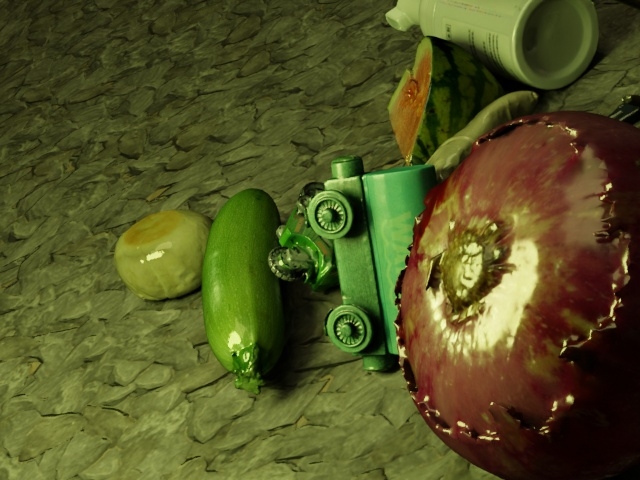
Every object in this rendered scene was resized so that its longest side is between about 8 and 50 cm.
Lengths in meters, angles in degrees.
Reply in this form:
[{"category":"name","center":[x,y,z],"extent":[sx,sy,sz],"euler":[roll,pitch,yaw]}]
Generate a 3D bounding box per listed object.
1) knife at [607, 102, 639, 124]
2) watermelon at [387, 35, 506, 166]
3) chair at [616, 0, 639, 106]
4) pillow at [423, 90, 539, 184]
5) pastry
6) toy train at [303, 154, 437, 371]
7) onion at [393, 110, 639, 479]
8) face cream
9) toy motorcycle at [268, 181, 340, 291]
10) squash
[{"category":"knife","center":[0.353,-0.141,2.042],"extent":[0.121,0.018,0.031],"euler":[-29,36,3]},{"category":"watermelon","center":[0.159,-0.204,2.167],"extent":[0.159,0.128,0.303],"euler":[-20,21,4]},{"category":"chair","center":[0.470,-0.249,1.952],"extent":[0.188,0.166,0.272],"euler":[-23,-14,34]},{"category":"pillow","center":[0.152,-0.073,1.959],"extent":[0.173,0.067,0.270],"euler":[-40,-5,-29]},{"category":"pastry","center":[-0.207,0.014,2.238],"extent":[0.156,0.092,0.156],"euler":[-16,29,9]},{"category":"toy train","center":[0.079,0.023,1.835],"extent":[0.159,0.248,0.101],"euler":[-7,7,26]},{"category":"onion","center":[0.244,0.071,1.569],"extent":[0.358,0.345,0.358],"euler":[-38,27,23]},{"category":"face cream","center":[0.222,-0.315,2.296],"extent":[0.145,0.145,0.369],"euler":[-39,32,-14]},{"category":"toy motorcycle","center":[0.000,0.000,2.068],"extent":[0.074,0.106,0.190],"euler":[-55,7,41]},{"category":"squash","center":[-0.096,0.058,2.051],"extent":[0.107,0.107,0.395],"euler":[-24,31,12]}]
